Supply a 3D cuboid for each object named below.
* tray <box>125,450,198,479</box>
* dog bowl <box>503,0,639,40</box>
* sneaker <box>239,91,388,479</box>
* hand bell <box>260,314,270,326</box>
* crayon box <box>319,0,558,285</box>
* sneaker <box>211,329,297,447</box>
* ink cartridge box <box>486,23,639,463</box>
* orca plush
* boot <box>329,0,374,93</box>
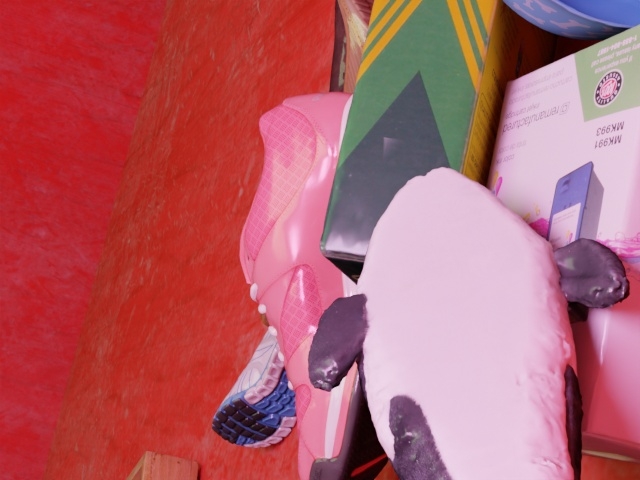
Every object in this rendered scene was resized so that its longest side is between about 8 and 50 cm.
[{"bbox_3d":[-0.216,0.470,1.399,0.203,0.076,0.411,126,155,-46],"label":"tray"},{"bbox_3d":[0.179,-0.245,0.695,0.074,0.166,0.297,132,160,-77],"label":"dog bowl"},{"bbox_3d":[0.003,0.039,0.928,0.136,0.116,0.314,6,93,30],"label":"sneaker"},{"bbox_3d":[0.000,0.000,1.085,0.242,0.126,0.126,124,155,-45],"label":"hand bell"},{"bbox_3d":[0.095,-0.110,0.813,0.202,0.081,0.319,44,-123,-66],"label":"crayon box"},{"bbox_3d":[-0.041,0.128,1.208,0.191,0.071,0.083,-50,22,34],"label":"sneaker"},{"bbox_3d":[0.155,0.008,0.669,0.154,0.093,0.212,167,116,-69],"label":"ink cartridge box"},{"bbox_3d":[0.093,0.083,0.574,0.151,0.102,0.287,-30,37,-6],"label":"orca plush"},{"bbox_3d":[0.021,-0.127,1.188,0.207,0.090,0.248,-57,27,35],"label":"boot"}]
